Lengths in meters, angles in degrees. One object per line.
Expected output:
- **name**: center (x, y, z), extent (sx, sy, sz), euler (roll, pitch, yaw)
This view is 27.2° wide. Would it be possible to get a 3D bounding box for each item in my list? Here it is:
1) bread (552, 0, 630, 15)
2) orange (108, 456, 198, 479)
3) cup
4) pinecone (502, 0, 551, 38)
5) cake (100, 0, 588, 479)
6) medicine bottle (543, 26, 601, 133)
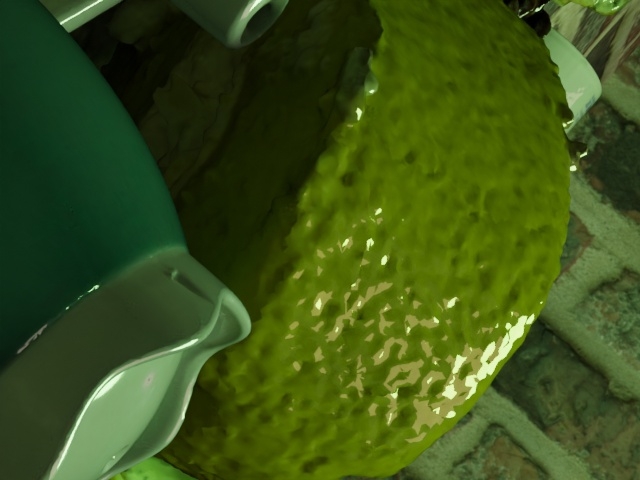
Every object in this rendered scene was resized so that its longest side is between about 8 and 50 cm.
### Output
- **bread**: center (0.237, -0.252, 1.155), extent (0.103, 0.110, 0.156), euler (-59, 168, 27)
- **orange**: center (-0.120, 0.093, 0.702), extent (0.237, 0.179, 0.158), euler (-45, 166, -24)
- **cup**: center (-0.117, 0.002, 0.365), extent (0.299, 0.173, 0.167), euler (-44, 171, -25)
- **pinecone**: center (0.060, -0.141, 0.736), extent (0.140, 0.140, 0.121), euler (-47, -161, -5)
- **cake**: center (-0.006, -0.030, 0.531), extent (0.179, 0.156, 0.261), euler (-43, -148, 28)
- **medicine bottle**: center (0.123, -0.065, 1.326), extent (0.341, 0.130, 0.130), euler (-48, 171, -3)
